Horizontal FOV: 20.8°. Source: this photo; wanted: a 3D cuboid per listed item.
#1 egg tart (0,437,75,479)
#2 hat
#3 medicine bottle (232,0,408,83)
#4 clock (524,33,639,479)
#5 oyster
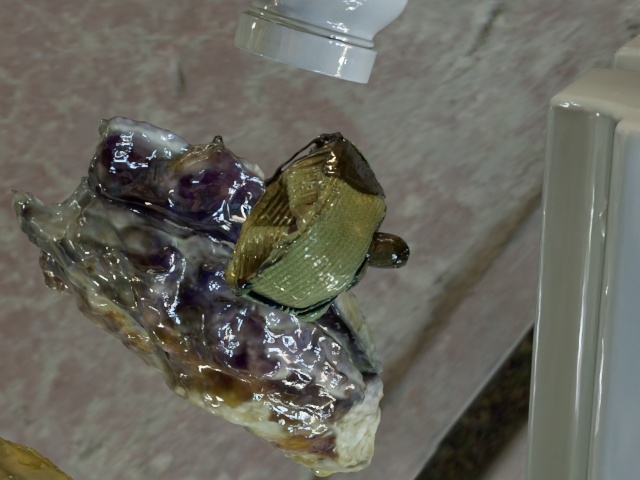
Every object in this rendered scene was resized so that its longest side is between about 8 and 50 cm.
[{"bbox_3d":[-0.169,0.222,0.887,0.279,0.095,0.279,17,117,37],"label":"egg tart"},{"bbox_3d":[0.000,-0.001,0.790,0.059,0.076,0.077,38,138,-19],"label":"hat"},{"bbox_3d":[0.019,-0.249,1.278,0.131,0.131,0.250,18,98,14],"label":"medicine bottle"},{"bbox_3d":[0.155,0.035,0.721,0.116,0.262,0.231,13,109,19],"label":"clock"},{"bbox_3d":[-0.070,0.044,1.067,0.271,0.275,0.100,30,67,4],"label":"oyster"}]
